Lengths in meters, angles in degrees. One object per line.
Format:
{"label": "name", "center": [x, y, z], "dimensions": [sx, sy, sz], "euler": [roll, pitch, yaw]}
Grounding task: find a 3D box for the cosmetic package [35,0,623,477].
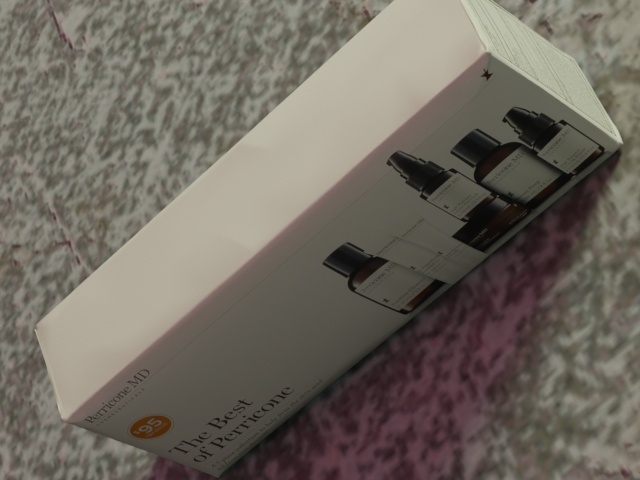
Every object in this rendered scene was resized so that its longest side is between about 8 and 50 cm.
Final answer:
{"label": "cosmetic package", "center": [0.000, 0.000, 0.792], "dimensions": [0.239, 0.099, 0.060], "euler": [-41, 46, 21]}
